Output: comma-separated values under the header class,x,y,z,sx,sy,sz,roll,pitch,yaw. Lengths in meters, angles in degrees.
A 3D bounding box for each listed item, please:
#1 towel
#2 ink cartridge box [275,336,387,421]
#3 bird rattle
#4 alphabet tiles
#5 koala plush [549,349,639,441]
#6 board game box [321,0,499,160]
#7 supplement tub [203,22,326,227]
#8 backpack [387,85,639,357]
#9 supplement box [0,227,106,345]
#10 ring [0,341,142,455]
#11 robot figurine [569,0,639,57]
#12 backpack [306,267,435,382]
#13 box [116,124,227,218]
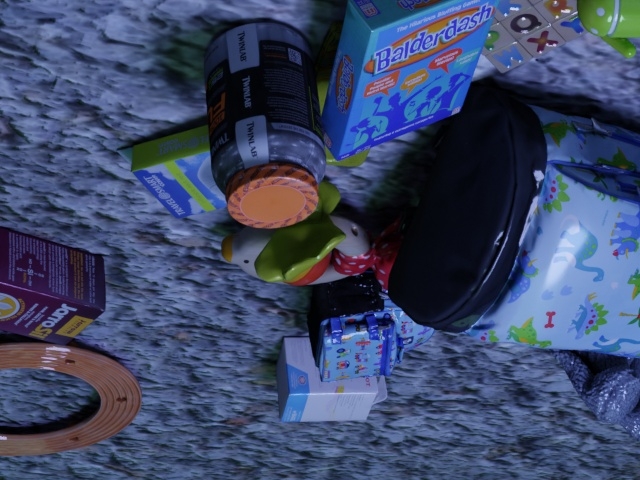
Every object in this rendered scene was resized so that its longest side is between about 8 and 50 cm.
class,x,y,z,sx,sy,sz,roll,pitch,yaw
towel,0.032,-0.152,1.683,0.102,0.021,0.237,4,146,-15
ink cartridge box,0.016,0.194,2.155,0.143,0.092,0.090,1,147,-11
bird rattle,0.000,0.000,1.866,0.207,0.143,0.253,-17,161,37
alphabet tiles,0.238,-0.265,1.555,0.237,0.009,0.198,-24,144,26
koala plush,0.433,0.120,2.075,0.221,0.203,0.196,-42,147,13
board game box,0.088,-0.181,1.550,0.160,0.047,0.210,-23,153,-22
supplement tub,-0.056,-0.115,1.565,0.117,0.190,0.117,-5,147,-3
backpack,0.304,0.000,1.777,0.355,0.273,0.290,4,118,-40
supplement box,-0.366,0.053,1.874,0.188,0.081,0.104,18,140,-34
ring,-0.419,0.219,2.174,0.336,0.032,0.337,-4,148,-3
robot figurine,0.308,-0.236,1.541,0.115,0.067,0.101,-1,137,-8
backpack,0.076,0.104,2.006,0.173,0.117,0.158,-4,149,-9
box,-0.126,-0.080,1.730,0.178,0.042,0.109,-13,145,21
